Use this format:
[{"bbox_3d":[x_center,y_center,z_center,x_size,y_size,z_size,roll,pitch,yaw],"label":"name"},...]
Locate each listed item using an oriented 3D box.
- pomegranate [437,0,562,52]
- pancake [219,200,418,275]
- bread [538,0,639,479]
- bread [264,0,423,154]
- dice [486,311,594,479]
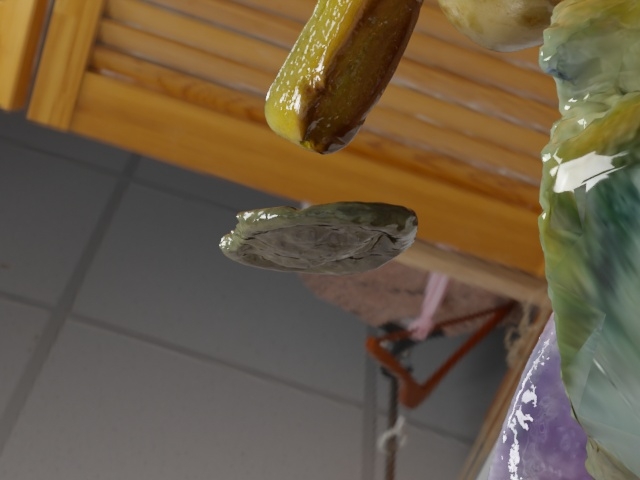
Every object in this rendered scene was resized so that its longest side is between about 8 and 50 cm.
[{"bbox_3d":[0.182,-0.272,1.119,0.196,0.196,0.196,17,-153,-9],"label":"pomegranate"},{"bbox_3d":[0.000,0.001,1.269,0.222,0.236,0.042,11,-110,-33],"label":"pancake"},{"bbox_3d":[0.252,0.036,0.659,0.239,0.395,0.264,3,-152,33],"label":"bread"},{"bbox_3d":[0.030,-0.213,1.306,0.094,0.245,0.102,28,178,40],"label":"bread"},{"bbox_3d":[0.323,0.199,1.135,0.270,0.270,0.271,21,178,19],"label":"dice"}]
